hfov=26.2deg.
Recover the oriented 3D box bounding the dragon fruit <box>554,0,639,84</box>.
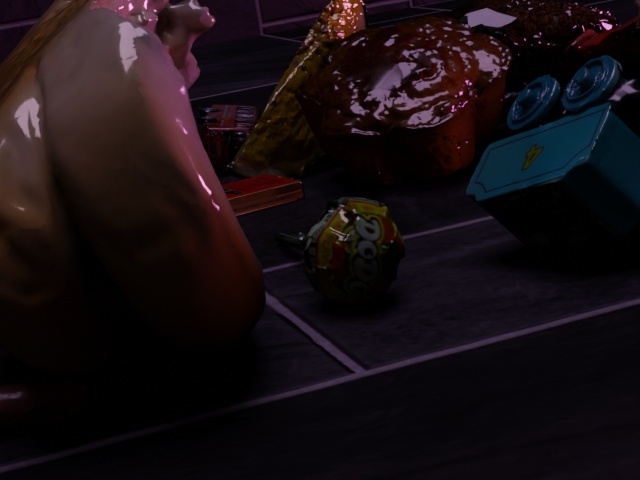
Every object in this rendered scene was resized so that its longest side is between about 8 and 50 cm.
[{"bbox_3d":[0.414,-0.156,1.192,0.343,0.100,0.282,19,-10,-16],"label":"dragon fruit"}]

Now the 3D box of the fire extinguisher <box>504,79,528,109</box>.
[{"bbox_3d":[0.141,-0.202,1.863,0.376,0.113,0.200,-14,16,-20],"label":"fire extinguisher"}]

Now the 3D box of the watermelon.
[{"bbox_3d":[-0.025,-0.181,1.742,0.123,0.129,0.301,17,67,32],"label":"watermelon"}]

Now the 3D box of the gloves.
[{"bbox_3d":[0.288,-0.253,1.768,0.312,0.135,0.210,9,19,-38],"label":"gloves"}]

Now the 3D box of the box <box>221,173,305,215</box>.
[{"bbox_3d":[-0.097,-0.050,1.603,0.133,0.023,0.090,-15,14,-25],"label":"box"}]

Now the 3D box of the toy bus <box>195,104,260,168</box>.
[{"bbox_3d":[-0.125,-0.145,1.895,0.096,0.073,0.235,-3,13,-3],"label":"toy bus"}]

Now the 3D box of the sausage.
[{"bbox_3d":[-0.245,0.125,0.996,0.158,0.036,0.042,-10,26,-6],"label":"sausage"}]

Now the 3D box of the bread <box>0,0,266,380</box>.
[{"bbox_3d":[-0.191,-0.059,1.081,0.245,0.329,0.424,-11,17,-12],"label":"bread"}]

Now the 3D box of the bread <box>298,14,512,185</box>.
[{"bbox_3d":[0.090,-0.167,1.631,0.246,0.135,0.232,22,51,40],"label":"bread"}]

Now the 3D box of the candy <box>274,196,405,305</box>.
[{"bbox_3d":[0.000,0.000,1.265,0.083,0.091,0.305,16,0,-16],"label":"candy"}]

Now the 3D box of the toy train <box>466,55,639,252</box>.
[{"bbox_3d":[0.224,-0.073,1.205,0.198,0.107,0.154,-14,43,57],"label":"toy train"}]
